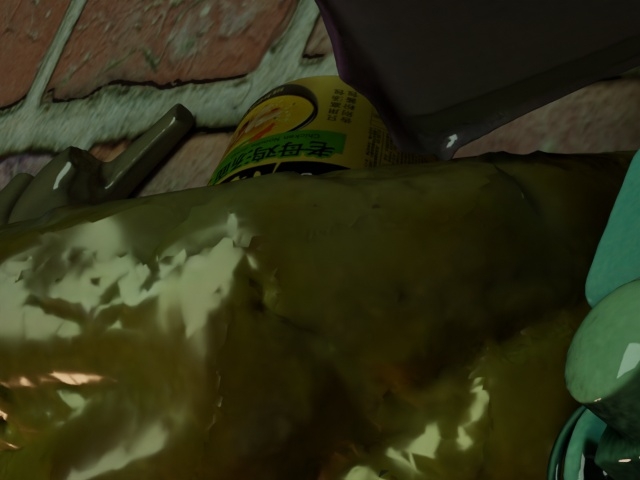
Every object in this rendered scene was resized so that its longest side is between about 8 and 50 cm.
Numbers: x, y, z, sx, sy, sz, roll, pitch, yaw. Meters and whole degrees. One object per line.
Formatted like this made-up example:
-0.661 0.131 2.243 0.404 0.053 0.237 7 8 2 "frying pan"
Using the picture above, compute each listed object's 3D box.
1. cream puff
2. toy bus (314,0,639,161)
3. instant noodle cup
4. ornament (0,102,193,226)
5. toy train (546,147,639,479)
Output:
0.007 0.099 0.704 0.291 0.324 0.257 -130 34 -85 "cream puff"
0.158 -0.179 0.720 0.386 0.171 0.162 -24 49 11 "toy bus"
0.000 0.000 0.941 0.151 0.151 0.122 -39 28 35 "instant noodle cup"
-0.179 0.002 1.319 0.245 0.061 0.230 -39 32 29 "ornament"
0.165 0.050 0.551 0.112 0.203 0.163 -22 37 55 "toy train"
